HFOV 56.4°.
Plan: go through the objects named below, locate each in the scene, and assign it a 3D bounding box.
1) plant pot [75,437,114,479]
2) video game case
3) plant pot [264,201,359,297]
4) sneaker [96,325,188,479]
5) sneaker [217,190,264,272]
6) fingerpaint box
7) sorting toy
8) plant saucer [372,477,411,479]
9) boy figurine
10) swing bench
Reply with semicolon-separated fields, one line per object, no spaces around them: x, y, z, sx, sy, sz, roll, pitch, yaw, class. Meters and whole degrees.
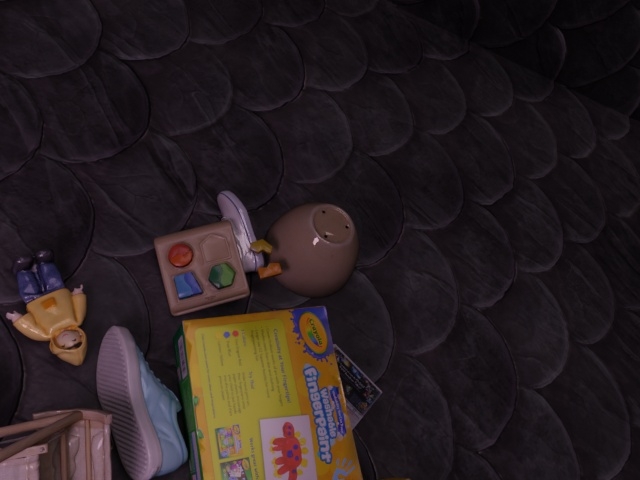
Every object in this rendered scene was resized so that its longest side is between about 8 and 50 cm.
-0.519;0.455;1.278;0.096;0.109;0.109;24;54;3;plant pot
0.051;0.403;1.616;0.190;0.022;0.173;45;54;5;video game case
0.000;0.000;1.721;0.284;0.191;0.284;11;59;-19;plant pot
-0.409;0.369;1.383;0.150;0.135;0.366;14;47;-53;sneaker
-0.246;-0.025;1.681;0.091;0.094;0.258;-15;69;-33;sneaker
-0.134;0.405;1.429;0.371;0.163;0.445;-4;68;-25;fingerpaint box
-0.270;0.055;1.591;0.307;0.041;0.229;-15;73;-11;sorting toy
0.025;0.669;1.289;0.332;0.333;0.081;2;18;-41;plant saucer
-0.633;0.166;1.397;0.177;0.092;0.285;-17;67;-34;boy figurine
-0.524;0.464;1.098;0.254;0.165;0.253;-3;92;-60;swing bench
